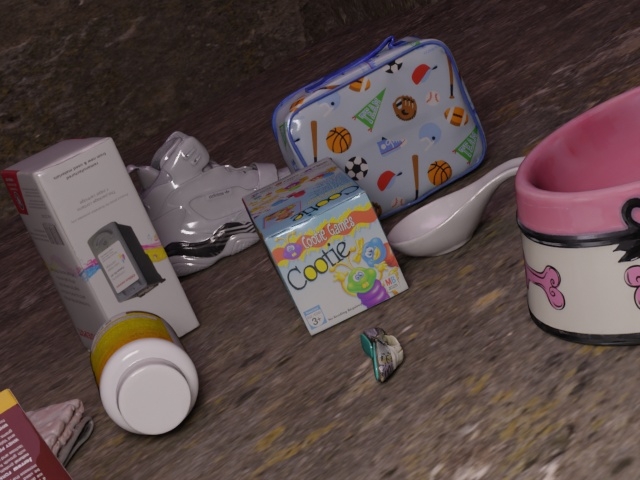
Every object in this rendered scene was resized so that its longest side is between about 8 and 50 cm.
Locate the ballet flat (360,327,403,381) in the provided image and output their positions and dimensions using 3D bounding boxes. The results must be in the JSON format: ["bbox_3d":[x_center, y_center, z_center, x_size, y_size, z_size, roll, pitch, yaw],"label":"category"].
[{"bbox_3d":[0.070,0.122,1.414,0.041,0.041,0.114,-25,16,0],"label":"ballet flat"}]

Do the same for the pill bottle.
[{"bbox_3d":[-0.214,0.163,1.562,0.117,0.117,0.215,-27,15,-8],"label":"pill bottle"}]

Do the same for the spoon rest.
[{"bbox_3d":[0.208,-0.047,1.667,0.276,0.084,0.137,-16,18,27],"label":"spoon rest"}]

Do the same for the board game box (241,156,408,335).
[{"bbox_3d":[0.000,0.000,1.718,0.144,0.142,0.275,-26,15,-3],"label":"board game box"}]

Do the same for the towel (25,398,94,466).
[{"bbox_3d":[-0.458,0.323,1.536,0.317,0.053,0.332,-19,17,18],"label":"towel"}]

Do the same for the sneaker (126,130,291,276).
[{"bbox_3d":[-0.142,-0.104,2.144,0.365,0.210,0.137,-28,16,-11],"label":"sneaker"}]

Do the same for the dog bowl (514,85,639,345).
[{"bbox_3d":[0.381,-0.060,1.325,0.408,0.150,0.408,-23,16,7],"label":"dog bowl"}]

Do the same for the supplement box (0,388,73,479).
[{"bbox_3d":[-0.289,0.275,1.104,0.191,0.129,0.194,-33,61,-20],"label":"supplement box"}]

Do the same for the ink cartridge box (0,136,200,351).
[{"bbox_3d":[-0.325,0.010,1.875,0.131,0.306,0.226,-31,17,-22],"label":"ink cartridge box"}]

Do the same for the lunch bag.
[{"bbox_3d":[0.092,-0.169,1.943,0.303,0.243,0.115,-29,16,-10],"label":"lunch bag"}]
